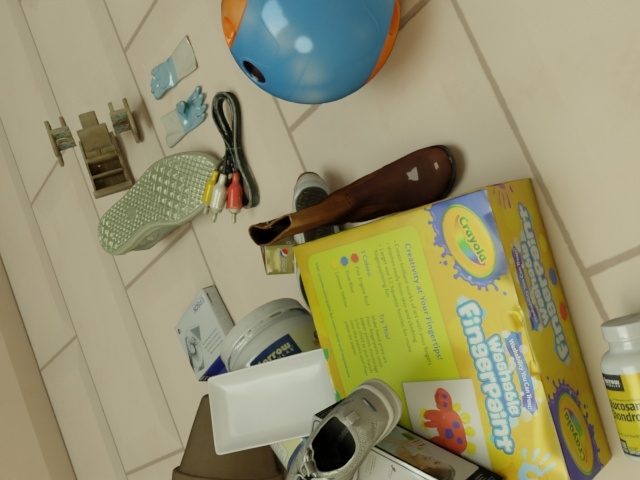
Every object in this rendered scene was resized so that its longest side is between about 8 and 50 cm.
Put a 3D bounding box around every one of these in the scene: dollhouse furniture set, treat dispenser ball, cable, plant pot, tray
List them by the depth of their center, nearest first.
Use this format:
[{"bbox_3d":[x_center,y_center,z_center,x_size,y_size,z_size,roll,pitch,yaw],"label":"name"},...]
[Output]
[{"bbox_3d":[-0.015,-0.365,1.323,0.288,0.288,0.288,21,117,47],"label":"treat dispenser ball"},{"bbox_3d":[-0.083,0.292,1.476,0.270,0.030,0.145,-18,69,27],"label":"tray"},{"bbox_3d":[-0.200,-0.176,1.792,0.139,0.072,0.287,16,113,35],"label":"cable"},{"bbox_3d":[-0.207,0.479,1.913,0.263,0.263,0.229,-4,80,52],"label":"plant pot"},{"bbox_3d":[-0.577,-0.230,2.149,0.242,0.212,0.161,117,133,-75],"label":"dollhouse furniture set"}]

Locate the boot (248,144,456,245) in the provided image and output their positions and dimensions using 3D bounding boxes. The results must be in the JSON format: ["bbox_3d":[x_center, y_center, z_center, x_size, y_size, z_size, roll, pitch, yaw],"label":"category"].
[{"bbox_3d":[0.051,-0.074,1.340,0.264,0.280,0.096,-13,92,53],"label":"boot"}]

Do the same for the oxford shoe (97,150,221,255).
[{"bbox_3d":[-0.378,-0.091,2.016,0.449,0.130,0.169,-30,74,36],"label":"oxford shoe"}]

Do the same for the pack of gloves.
[{"bbox_3d":[-0.354,-0.348,1.955,0.232,0.046,0.195,-25,83,52],"label":"pack of gloves"}]

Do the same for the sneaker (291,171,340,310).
[{"bbox_3d":[0.000,0.000,1.608,0.123,0.106,0.290,-100,6,-63],"label":"sneaker"}]

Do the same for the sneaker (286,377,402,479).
[{"bbox_3d":[0.002,0.311,1.166,0.105,0.115,0.281,40,120,25],"label":"sneaker"}]

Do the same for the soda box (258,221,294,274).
[{"bbox_3d":[-0.090,0.013,1.662,0.181,0.058,0.061,-114,21,-72],"label":"soda box"}]

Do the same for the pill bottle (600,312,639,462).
[{"bbox_3d":[0.434,0.194,1.093,0.103,0.103,0.184,-16,89,53],"label":"pill bottle"}]

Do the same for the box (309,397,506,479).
[{"bbox_3d":[0.114,0.376,1.225,0.290,0.087,0.169,20,111,33],"label":"box"}]

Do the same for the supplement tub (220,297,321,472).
[{"bbox_3d":[-0.029,0.294,1.601,0.325,0.235,0.235,49,135,29],"label":"supplement tub"}]

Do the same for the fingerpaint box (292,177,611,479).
[{"bbox_3d":[0.196,0.167,1.281,0.371,0.163,0.444,-18,87,38],"label":"fingerpaint box"}]

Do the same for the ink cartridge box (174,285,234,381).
[{"bbox_3d":[-0.274,0.261,2.054,0.224,0.045,0.223,60,140,19],"label":"ink cartridge box"}]
